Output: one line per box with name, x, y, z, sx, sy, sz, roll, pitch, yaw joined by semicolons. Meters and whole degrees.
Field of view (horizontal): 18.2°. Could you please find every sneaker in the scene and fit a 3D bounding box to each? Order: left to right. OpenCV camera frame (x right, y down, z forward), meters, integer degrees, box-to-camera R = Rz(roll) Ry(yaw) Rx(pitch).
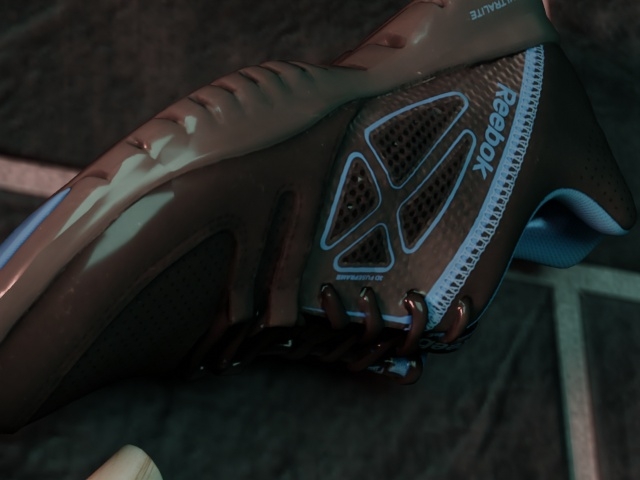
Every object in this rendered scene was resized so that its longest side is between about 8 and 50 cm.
sneaker;0.000;0.000;0.795;0.341;0.125;0.139;-30;87;-34

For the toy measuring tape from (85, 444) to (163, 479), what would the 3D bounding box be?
toy measuring tape;0.046;0.190;0.728;0.330;0.121;0.121;47;53;0
